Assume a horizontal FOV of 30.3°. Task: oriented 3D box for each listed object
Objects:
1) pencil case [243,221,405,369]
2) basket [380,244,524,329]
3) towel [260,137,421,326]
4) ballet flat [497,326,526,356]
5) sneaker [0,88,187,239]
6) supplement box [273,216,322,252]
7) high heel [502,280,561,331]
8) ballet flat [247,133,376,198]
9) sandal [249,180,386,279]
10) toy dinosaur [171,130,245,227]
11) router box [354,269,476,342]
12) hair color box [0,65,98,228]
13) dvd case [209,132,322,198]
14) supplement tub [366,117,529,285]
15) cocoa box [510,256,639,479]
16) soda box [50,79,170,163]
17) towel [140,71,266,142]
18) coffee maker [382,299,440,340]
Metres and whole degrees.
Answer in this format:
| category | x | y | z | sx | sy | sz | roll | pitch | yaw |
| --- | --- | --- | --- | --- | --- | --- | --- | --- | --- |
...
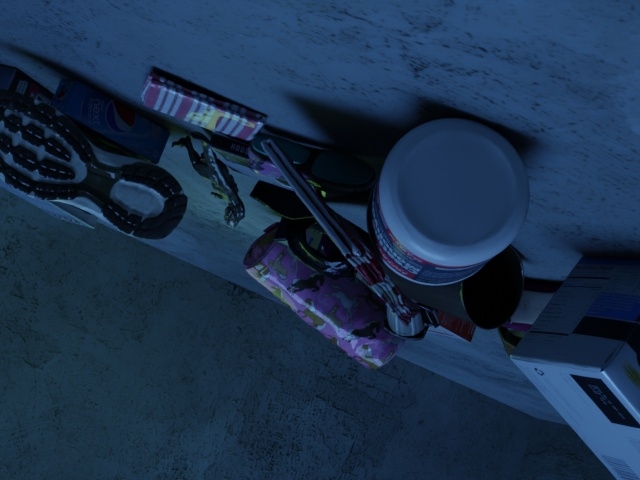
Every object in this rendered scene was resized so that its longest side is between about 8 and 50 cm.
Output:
| category | x | y | z | sx | sy | sz | roll | pitch | yaw |
| --- | --- | --- | --- | --- | --- | --- | --- | --- | --- |
| pencil case | 0.021 | 0.113 | 2.521 | 0.386 | 0.167 | 0.160 | 41 | 168 | -11 |
| basket | 0.219 | 0.053 | 2.115 | 0.227 | 0.154 | 0.204 | 17 | 173 | 40 |
| towel | 0.035 | -0.011 | 1.754 | 0.237 | 0.037 | 0.329 | 52 | -178 | 27 |
| ballet flat | 0.496 | 0.212 | 2.561 | 0.124 | 0.116 | 0.342 | 46 | 164 | -21 |
| sneaker | -0.439 | -0.137 | 2.087 | 0.410 | 0.158 | 0.182 | 31 | -177 | -26 |
| supplement box | -0.035 | -0.024 | 2.369 | 0.083 | 0.083 | 0.056 | 26 | 169 | -24 |
| high heel | 0.473 | 0.136 | 2.236 | 0.377 | 0.127 | 0.181 | 14 | -171 | 29 |
| ballet flat | -0.013 | -0.108 | 1.873 | 0.221 | 0.077 | 0.079 | 17 | 140 | 18 |
| sandal | 0.001 | 0.001 | 2.129 | 0.167 | 0.107 | 0.446 | 30 | 179 | -31 |
| toy dinosaur | -0.202 | -0.136 | 2.128 | 0.118 | 0.064 | 0.268 | 44 | 168 | 40 |
| router box | 0.158 | 0.131 | 2.801 | 0.335 | 0.082 | 0.301 | 10 | 165 | 46 |
| hair color box | -0.546 | -0.177 | 2.284 | 0.113 | 0.185 | 0.374 | 14 | 168 | 27 |
| dvd case | -0.088 | -0.124 | 2.041 | 0.179 | 0.030 | 0.239 | 20 | 177 | 6 |
| supplement tub | 0.162 | -0.042 | 1.588 | 0.191 | 0.191 | 0.272 | 20 | 169 | 1 |
| cocoa box | 0.524 | 0.220 | 1.881 | 0.347 | 0.228 | 0.231 | 47 | 160 | -21 |
| soda box | -0.377 | -0.210 | 2.116 | 0.210 | 0.067 | 0.071 | 28 | 167 | -37 |
| towel | -0.185 | -0.210 | 1.868 | 0.197 | 0.029 | 0.144 | 20 | 171 | -11 |
| coffee maker | 0.180 | 0.089 | 2.414 | 0.120 | 0.171 | 0.178 | -2 | 144 | 6 |
